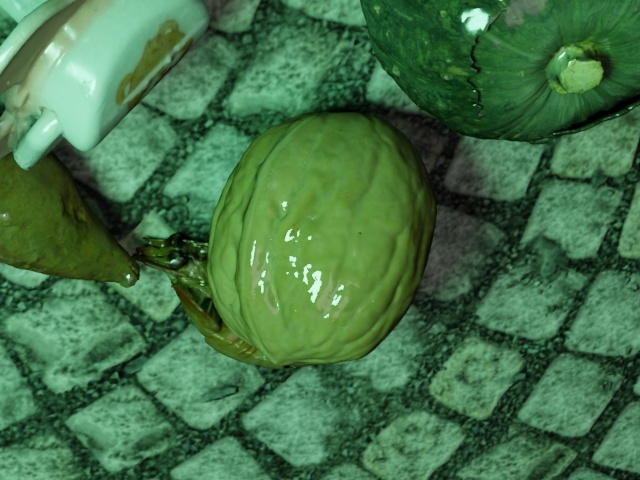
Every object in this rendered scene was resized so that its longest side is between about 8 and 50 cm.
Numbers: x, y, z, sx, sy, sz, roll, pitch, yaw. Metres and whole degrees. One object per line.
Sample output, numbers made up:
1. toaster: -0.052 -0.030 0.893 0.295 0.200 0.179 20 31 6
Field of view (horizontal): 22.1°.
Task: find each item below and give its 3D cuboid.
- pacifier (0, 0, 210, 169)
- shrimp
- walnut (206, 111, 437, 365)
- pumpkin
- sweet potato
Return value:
1. pacifier: -0.222 -0.197 1.410 0.332 0.220 0.273 -50 123 -22
2. shrimp: -0.084 0.061 1.726 0.267 0.061 0.145 23 121 -32
3. walnut: 0.000 0.000 1.599 0.225 0.225 0.261 28 75 -31
4. pumpkin: 0.203 -0.236 1.511 0.327 0.257 0.291 -32 139 12
5. sweet potato: -0.299 -0.049 1.541 0.336 0.131 0.131 26 110 -30
